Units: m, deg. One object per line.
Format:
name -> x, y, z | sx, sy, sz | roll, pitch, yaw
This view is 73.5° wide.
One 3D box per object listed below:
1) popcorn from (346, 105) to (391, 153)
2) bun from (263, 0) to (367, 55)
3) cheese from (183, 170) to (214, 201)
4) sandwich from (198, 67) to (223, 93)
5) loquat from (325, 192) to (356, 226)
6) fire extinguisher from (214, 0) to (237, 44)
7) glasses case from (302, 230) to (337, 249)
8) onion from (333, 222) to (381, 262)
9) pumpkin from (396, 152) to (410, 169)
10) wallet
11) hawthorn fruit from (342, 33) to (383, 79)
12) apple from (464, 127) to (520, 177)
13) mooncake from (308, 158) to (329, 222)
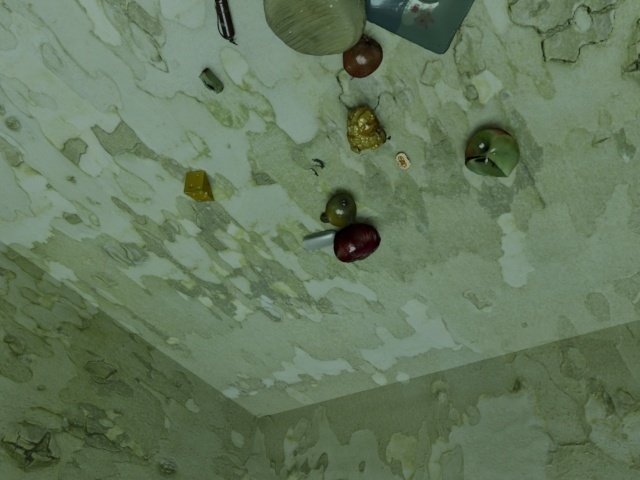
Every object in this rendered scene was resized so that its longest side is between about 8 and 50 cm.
popcorn -> 0.174, -0.450, 1.763 | 0.163, 0.140, 0.194 | -34, 131, 20
bun -> -0.019, -0.784, 1.418 | 0.362, 0.234, 0.326 | 25, 148, -19
cheese -> -0.580, -0.234, 2.068 | 0.093, 0.126, 0.171 | -5, 150, 2
sandwich -> -0.429, -0.624, 1.692 | 0.036, 0.093, 0.105 | -32, 124, 21
loquat -> 0.098, -0.136, 2.037 | 0.152, 0.152, 0.195 | 5, 148, 2
fire extinguisher -> -0.350, -0.797, 1.566 | 0.078, 0.045, 0.157 | 18, 139, 28
glasses case -> 0.000, 0.000, 2.232 | 0.197, 0.049, 0.076 | -15, 129, 18
onion -> 0.175, 0.009, 2.120 | 0.247, 0.190, 0.246 | -16, 165, -4
pumpkin -> 0.366, -0.353, 1.896 | 0.050, 0.028, 0.083 | -22, 117, 21
wallet -> 0.330, -0.811, 1.460 | 0.361, 0.083, 0.252 | 18, 136, -12
hawthorn fruit -> 0.153, -0.655, 1.574 | 0.149, 0.149, 0.189 | 3, 132, 3
apple -> 0.704, -0.358, 1.767 | 0.189, 0.173, 0.207 | 17, 132, -36
mooncake -> 0.000, -0.219, 2.035 | 0.151, 0.057, 0.346 | 11, 133, -1
